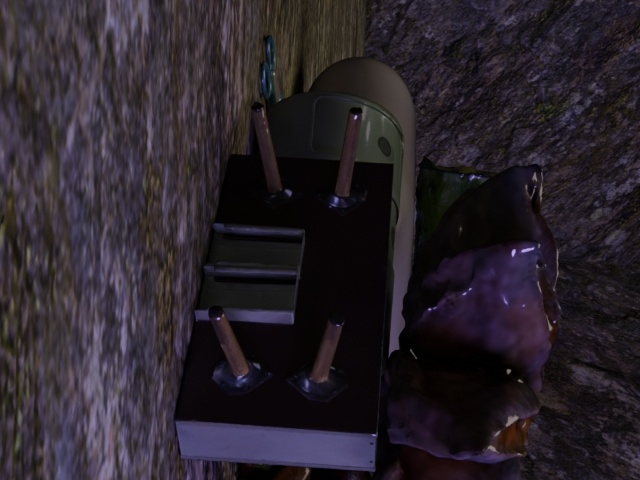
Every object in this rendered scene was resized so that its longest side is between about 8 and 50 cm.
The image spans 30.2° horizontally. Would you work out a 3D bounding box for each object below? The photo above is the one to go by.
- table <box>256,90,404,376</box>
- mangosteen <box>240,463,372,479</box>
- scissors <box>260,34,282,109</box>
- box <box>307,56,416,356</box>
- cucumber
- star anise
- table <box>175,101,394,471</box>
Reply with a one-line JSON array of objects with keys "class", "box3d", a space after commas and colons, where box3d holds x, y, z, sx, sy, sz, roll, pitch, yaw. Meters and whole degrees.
[{"class": "table", "box3d": [0.000, 0.000, 0.966, 0.126, 0.126, 0.220, 87, 9, -58]}, {"class": "mangosteen", "box3d": [-0.020, 0.220, 1.018, 0.140, 0.140, 0.140, 3, 90, -86]}, {"class": "scissors", "box3d": [-0.041, -0.130, 1.063, 0.119, 0.014, 0.058, 80, 14, -58]}, {"class": "box", "box3d": [0.035, -0.025, 1.339, 0.349, 0.141, 0.288, -81, 175, -55]}, {"class": "cucumber", "box3d": [0.161, 0.031, 1.363, 0.134, 0.134, 0.244, -46, 143, -84]}, {"class": "star anise", "box3d": [0.095, 0.102, 0.838, 0.332, 0.118, 0.331, 9, 90, -85]}, {"class": "table", "box3d": [-0.017, 0.015, 0.766, 0.111, 0.122, 0.240, 89, 5, -45]}]
